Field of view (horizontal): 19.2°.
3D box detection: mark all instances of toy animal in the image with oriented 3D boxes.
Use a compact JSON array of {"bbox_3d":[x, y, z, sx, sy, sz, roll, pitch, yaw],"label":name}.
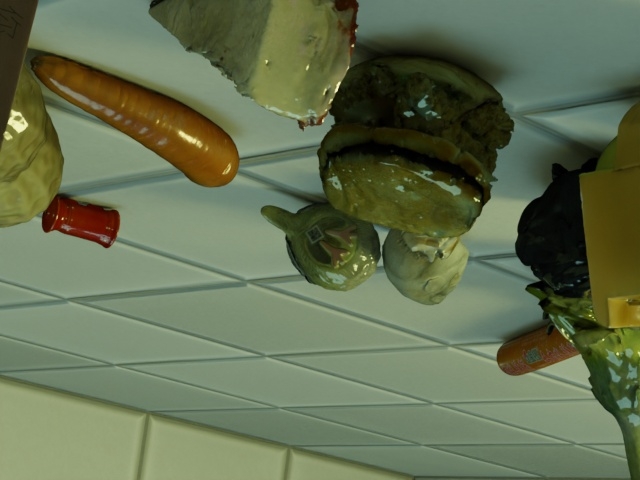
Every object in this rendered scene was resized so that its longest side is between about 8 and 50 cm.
[{"bbox_3d":[0.000,0.000,2.029,0.137,0.098,0.098,25,168,5],"label":"toy animal"}]

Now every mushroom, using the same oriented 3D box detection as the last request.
[{"bbox_3d":[0.109,0.009,2.007,0.092,0.081,0.223,-1,164,7],"label":"mushroom"}]

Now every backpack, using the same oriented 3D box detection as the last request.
[{"bbox_3d":[0.284,-0.005,1.786,0.206,0.133,0.258,-1,173,-4],"label":"backpack"}]

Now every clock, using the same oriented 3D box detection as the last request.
[{"bbox_3d":[0.397,-0.021,1.542,0.317,0.200,0.244,7,172,-36],"label":"clock"}]

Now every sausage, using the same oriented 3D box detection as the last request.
[{"bbox_3d":[0.304,0.139,2.512,0.053,0.053,0.348,10,167,-12],"label":"sausage"}]

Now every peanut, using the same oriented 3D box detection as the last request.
[{"bbox_3d":[-0.302,-0.103,1.682,0.136,0.120,0.298,37,166,9],"label":"peanut"}]

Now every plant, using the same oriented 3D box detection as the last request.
[{"bbox_3d":[0.352,0.138,2.211,0.306,0.297,0.261,-2,-154,-39],"label":"plant"}]

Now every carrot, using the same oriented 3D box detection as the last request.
[{"bbox_3d":[-0.154,-0.110,1.723,0.062,0.066,0.271,-44,144,13],"label":"carrot"}]

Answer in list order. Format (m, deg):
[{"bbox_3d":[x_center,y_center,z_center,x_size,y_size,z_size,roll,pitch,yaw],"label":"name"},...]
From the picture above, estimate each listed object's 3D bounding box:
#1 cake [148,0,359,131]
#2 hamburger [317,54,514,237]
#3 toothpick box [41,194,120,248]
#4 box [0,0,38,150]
[{"bbox_3d":[-0.047,-0.177,1.408,0.086,0.117,0.220,17,-164,-27],"label":"cake"},{"bbox_3d":[0.075,-0.090,1.534,0.159,0.131,0.185,16,160,0],"label":"hamburger"},{"bbox_3d":[-0.276,-0.023,2.161,0.083,0.047,0.047,16,164,-28],"label":"toothpick box"},{"bbox_3d":[-0.329,-0.136,1.366,0.215,0.215,0.086,14,178,-30],"label":"box"}]
